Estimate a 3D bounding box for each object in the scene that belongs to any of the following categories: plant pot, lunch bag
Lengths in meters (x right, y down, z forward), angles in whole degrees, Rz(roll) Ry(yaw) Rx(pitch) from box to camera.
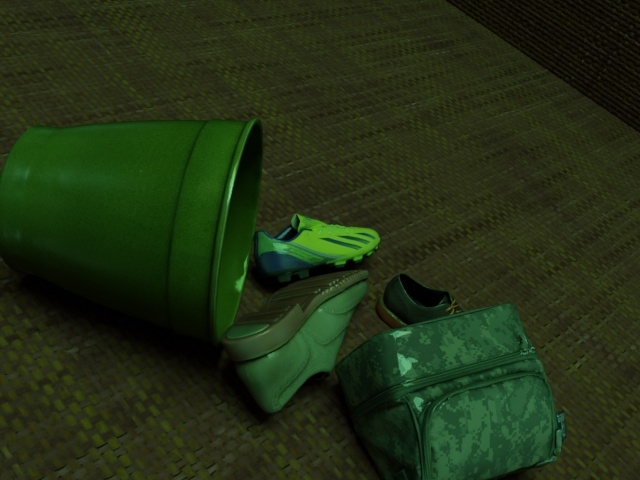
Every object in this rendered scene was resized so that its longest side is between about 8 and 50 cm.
[{"bbox_3d":[-0.298,-0.038,1.153,0.353,0.366,0.366,9,40,1],"label":"plant pot"},{"bbox_3d":[0.210,0.259,1.137,0.305,0.212,0.255,-7,69,-29],"label":"lunch bag"}]

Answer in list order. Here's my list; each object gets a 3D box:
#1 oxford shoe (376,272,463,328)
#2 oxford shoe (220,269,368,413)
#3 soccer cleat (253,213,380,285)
[{"bbox_3d":[0.234,0.158,1.334,0.271,0.098,0.097,30,40,9],"label":"oxford shoe"},{"bbox_3d":[-0.022,0.154,1.229,0.397,0.141,0.146,-29,104,-54],"label":"oxford shoe"},{"bbox_3d":[0.000,0.000,1.379,0.289,0.093,0.121,-14,89,-37],"label":"soccer cleat"}]
